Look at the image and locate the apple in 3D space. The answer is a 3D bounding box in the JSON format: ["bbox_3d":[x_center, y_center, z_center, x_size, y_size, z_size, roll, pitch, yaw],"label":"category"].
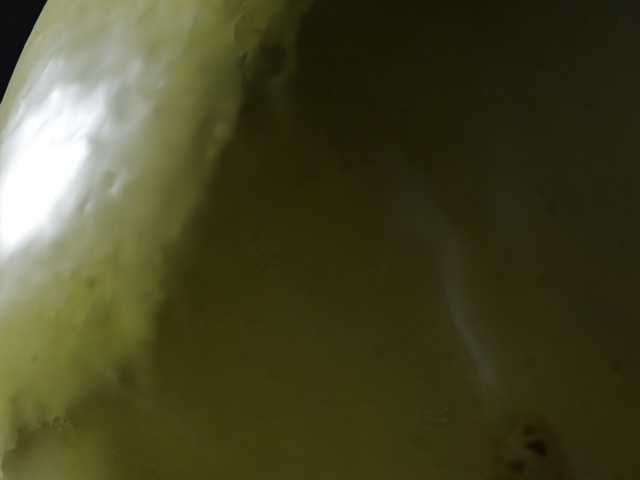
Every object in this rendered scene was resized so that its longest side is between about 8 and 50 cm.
[{"bbox_3d":[0.031,0.018,0.493,0.262,0.262,0.262,12,110,36],"label":"apple"}]
